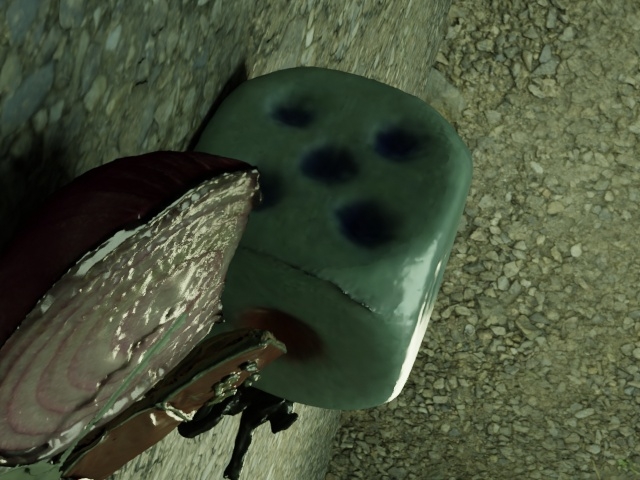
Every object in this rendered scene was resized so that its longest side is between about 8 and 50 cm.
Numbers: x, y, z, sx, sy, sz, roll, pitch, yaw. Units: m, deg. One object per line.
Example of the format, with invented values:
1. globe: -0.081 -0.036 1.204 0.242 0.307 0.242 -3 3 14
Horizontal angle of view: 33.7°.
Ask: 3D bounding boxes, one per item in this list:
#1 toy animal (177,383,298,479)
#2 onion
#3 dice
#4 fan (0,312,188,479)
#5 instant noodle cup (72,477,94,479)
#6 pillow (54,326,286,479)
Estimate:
1. toy animal: -0.100 0.184 1.252 0.148 0.084 0.232 -45 -151 -5
2. onion: -0.167 0.033 0.734 0.247 0.111 0.250 -36 161 -36
3. dice: 0.000 0.000 1.113 0.268 0.264 0.262 95 16 -53
4. fan: -0.203 0.175 0.745 0.329 0.009 0.191 -51 157 -7
5. instant noodle cup: -0.182 0.357 0.911 0.250 0.192 0.250 -61 167 -25
6. pillow: -0.138 0.153 0.987 0.232 0.043 0.126 -35 162 0
